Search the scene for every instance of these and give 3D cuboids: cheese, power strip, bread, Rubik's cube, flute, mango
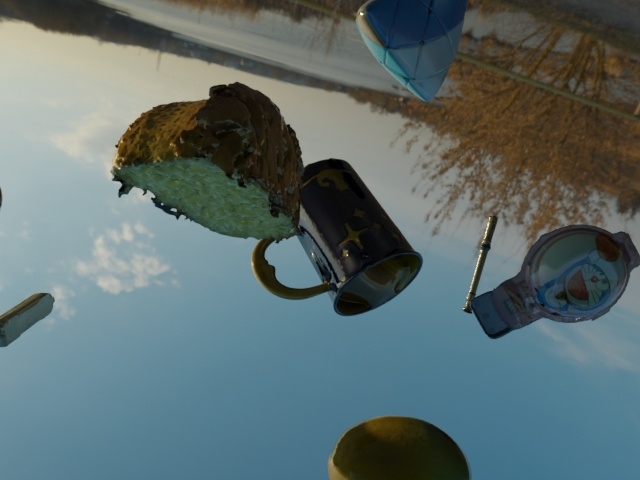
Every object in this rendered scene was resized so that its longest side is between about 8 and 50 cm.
[{"bbox_3d":[0.407,0.079,0.816,0.189,0.286,0.074,59,-167,-10],"label":"cheese"},{"bbox_3d":[-0.549,0.143,0.856,0.030,0.047,0.191,2,-165,-1],"label":"power strip"},{"bbox_3d":[-0.108,-0.094,0.561,0.160,0.147,0.260,0,166,21],"label":"bread"},{"bbox_3d":[0.162,-0.390,0.928,0.254,0.254,0.254,14,-162,-5],"label":"Rubik's cube"},{"bbox_3d":[0.370,0.055,1.080,0.027,0.233,0.027,14,-174,-1],"label":"flute"},{"bbox_3d":[0.106,0.309,0.642,0.195,0.092,0.130,-2,-125,22],"label":"mango"}]

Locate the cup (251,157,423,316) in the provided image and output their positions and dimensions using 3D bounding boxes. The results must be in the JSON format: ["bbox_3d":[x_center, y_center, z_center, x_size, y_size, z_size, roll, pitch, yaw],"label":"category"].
[{"bbox_3d":[0.015,-0.015,0.836,0.255,0.178,0.256,0,-133,-43],"label":"cup"}]

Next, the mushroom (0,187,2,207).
[{"bbox_3d":[-0.443,-0.052,0.542,0.123,0.123,0.052,4,171,-33],"label":"mushroom"}]
